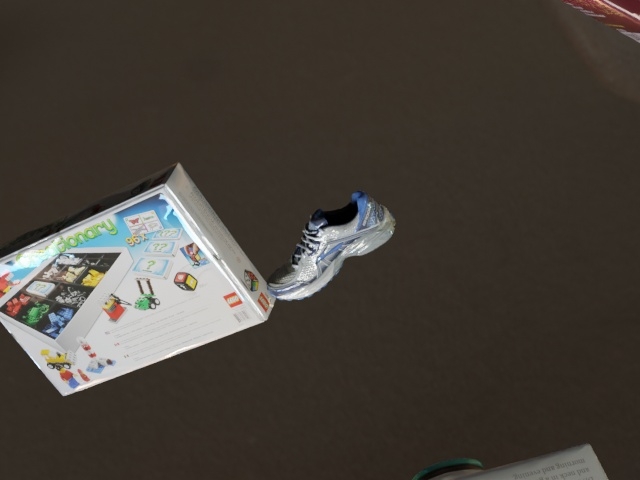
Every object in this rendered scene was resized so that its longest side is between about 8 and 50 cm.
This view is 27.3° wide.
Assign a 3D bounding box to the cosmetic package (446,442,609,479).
[{"bbox_3d":[0.150,0.274,0.954,0.151,0.151,0.183,-10,-125,-18],"label":"cosmetic package"}]

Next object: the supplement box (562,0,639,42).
[{"bbox_3d":[0.222,-0.254,1.162,0.073,0.239,0.130,-63,-172,7],"label":"supplement box"}]

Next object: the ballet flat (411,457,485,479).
[{"bbox_3d":[0.106,0.362,1.325,0.139,0.400,0.139,5,-127,-6],"label":"ballet flat"}]

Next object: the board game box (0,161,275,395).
[{"bbox_3d":[-0.226,0.052,1.470,0.305,0.193,0.053,-21,-155,29],"label":"board game box"}]

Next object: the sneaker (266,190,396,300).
[{"bbox_3d":[0.000,0.000,1.219,0.135,0.058,0.052,-37,-145,3],"label":"sneaker"}]
